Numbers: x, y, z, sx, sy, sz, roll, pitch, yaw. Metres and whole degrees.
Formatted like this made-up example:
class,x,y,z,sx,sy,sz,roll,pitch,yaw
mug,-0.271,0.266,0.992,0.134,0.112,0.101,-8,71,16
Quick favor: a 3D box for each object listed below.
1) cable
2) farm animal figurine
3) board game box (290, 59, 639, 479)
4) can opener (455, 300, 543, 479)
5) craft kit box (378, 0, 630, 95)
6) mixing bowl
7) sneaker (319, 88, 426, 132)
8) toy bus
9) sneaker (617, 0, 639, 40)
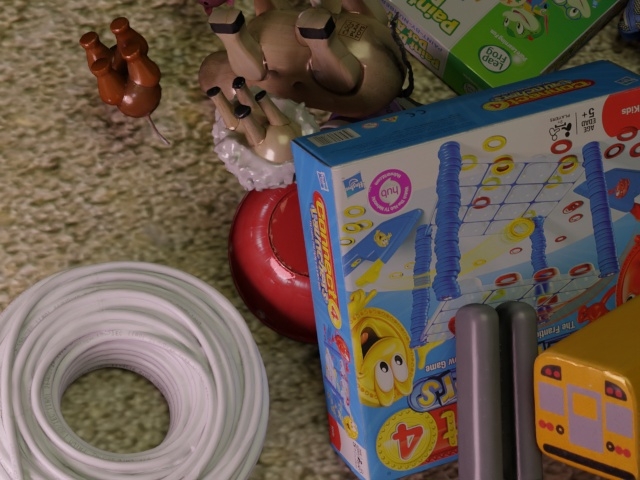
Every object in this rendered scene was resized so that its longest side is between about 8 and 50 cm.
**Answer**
class,x,y,z,sx,sy,sz,roll,pitch,yaw
cable,-0.173,0.144,1.454,0.257,0.089,0.257,-18,68,-20
farm animal figurine,-0.039,-0.193,1.591,0.327,0.172,0.330,25,65,40
board game box,0.146,0.026,1.469,0.308,0.302,0.086,-16,25,-18
can opener,0.142,0.190,1.425,0.074,0.093,0.280,-3,96,-25
craft kit box,0.173,-0.278,1.757,0.250,0.061,0.246,41,66,11
mixing bowl,0.000,0.000,1.521,0.181,0.098,0.181,-1,81,5
sneaker,0.140,-0.064,1.615,0.283,0.107,0.124,34,56,7
toy bus,0.325,0.102,1.456,0.108,0.130,0.333,14,29,43
sneaker,0.395,-0.177,1.744,0.087,0.083,0.221,-42,79,-3
